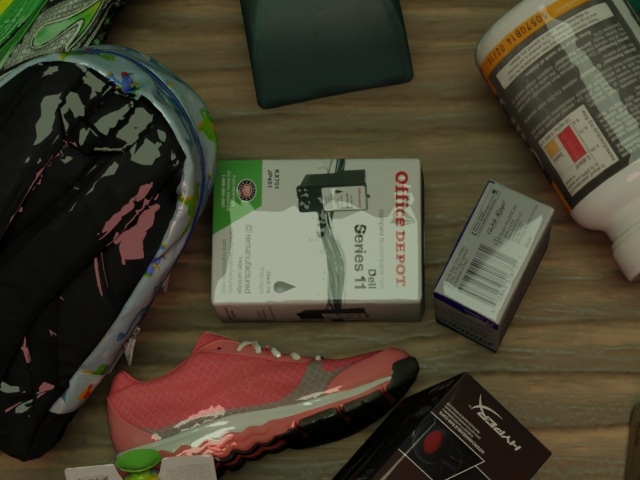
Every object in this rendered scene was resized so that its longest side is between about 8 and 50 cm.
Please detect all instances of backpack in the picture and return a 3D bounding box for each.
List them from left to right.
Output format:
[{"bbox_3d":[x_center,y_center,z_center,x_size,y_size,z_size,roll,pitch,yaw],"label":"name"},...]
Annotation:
[{"bbox_3d":[-0.256,-0.023,1.637,0.290,0.273,0.355,38,118,7],"label":"backpack"}]

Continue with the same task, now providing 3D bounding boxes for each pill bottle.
[{"bbox_3d":[0.283,-0.110,1.672,0.162,0.162,0.278,-29,78,-4],"label":"pill bottle"}]

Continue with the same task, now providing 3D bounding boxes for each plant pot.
[{"bbox_3d":[-0.005,-0.260,1.698,0.165,0.234,0.165,-11,74,1],"label":"plant pot"}]

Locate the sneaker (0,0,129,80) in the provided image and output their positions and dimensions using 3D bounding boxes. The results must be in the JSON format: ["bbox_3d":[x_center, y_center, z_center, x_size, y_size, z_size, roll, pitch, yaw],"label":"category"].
[{"bbox_3d":[-0.257,-0.215,1.772,0.343,0.134,0.146,-40,83,2],"label":"sneaker"}]

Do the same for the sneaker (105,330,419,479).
[{"bbox_3d":[-0.064,0.139,1.656,0.314,0.116,0.136,-18,73,-1],"label":"sneaker"}]

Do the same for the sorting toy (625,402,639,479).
[{"bbox_3d":[0.354,0.264,1.530,0.089,0.255,0.257,11,75,-9],"label":"sorting toy"}]

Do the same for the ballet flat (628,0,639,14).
[{"bbox_3d":[0.345,-0.294,1.731,0.206,0.073,0.067,-35,53,29],"label":"ballet flat"}]

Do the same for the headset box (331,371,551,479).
[{"bbox_3d":[0.045,0.269,1.532,0.110,0.218,0.293,43,74,-1],"label":"headset box"}]

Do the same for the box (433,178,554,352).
[{"bbox_3d":[0.166,0.026,1.658,0.072,0.137,0.126,25,78,11],"label":"box"}]

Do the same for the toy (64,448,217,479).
[{"bbox_3d":[-0.152,0.300,1.614,0.137,0.056,0.237,-6,115,1],"label":"toy"}]

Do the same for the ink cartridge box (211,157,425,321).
[{"bbox_3d":[0.000,0.000,1.703,0.208,0.087,0.153,-1,75,3],"label":"ink cartridge box"}]
